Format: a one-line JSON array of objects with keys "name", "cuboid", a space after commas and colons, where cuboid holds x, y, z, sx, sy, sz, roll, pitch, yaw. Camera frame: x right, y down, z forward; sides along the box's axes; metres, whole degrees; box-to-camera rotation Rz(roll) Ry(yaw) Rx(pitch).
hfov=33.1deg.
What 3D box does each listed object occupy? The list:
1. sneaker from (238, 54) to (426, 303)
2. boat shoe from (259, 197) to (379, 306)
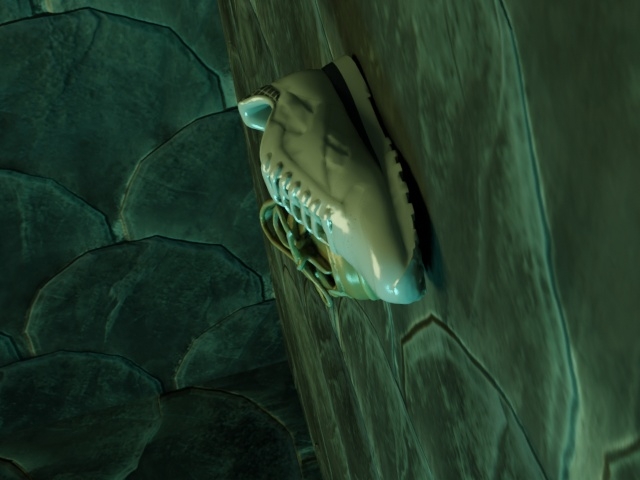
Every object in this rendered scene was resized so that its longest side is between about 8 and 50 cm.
[{"name": "sneaker", "cuboid": [0.009, -0.038, 0.783, 0.090, 0.095, 0.235, 84, 168, -45]}, {"name": "boat shoe", "cuboid": [0.000, 0.000, 0.949, 0.285, 0.089, 0.104, -132, 29, -81]}]
